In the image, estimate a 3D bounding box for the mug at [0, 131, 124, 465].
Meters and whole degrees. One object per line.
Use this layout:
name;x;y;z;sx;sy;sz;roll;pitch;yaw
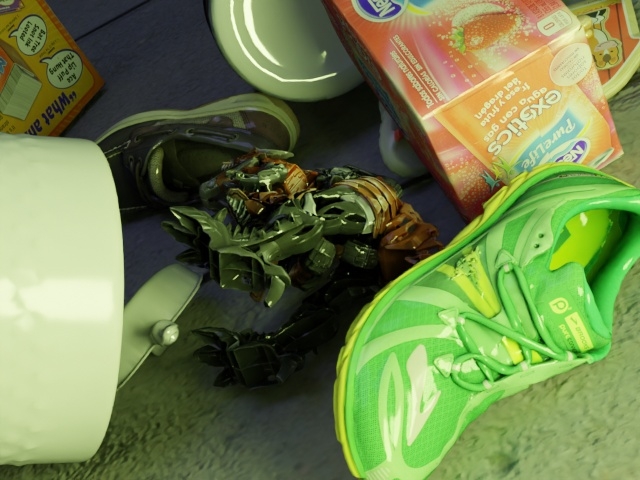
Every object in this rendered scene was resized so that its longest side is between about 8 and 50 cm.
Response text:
mug;-0.369;0.046;1.144;0.328;0.276;0.374;2;-1;-22

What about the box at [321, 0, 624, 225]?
box;0.108;-0.167;1.144;0.142;0.154;0.300;-31;45;1

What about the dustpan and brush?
dustpan and brush;-0.145;0.077;1.171;0.147;0.060;0.211;-52;-4;-11

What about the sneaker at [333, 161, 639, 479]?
sneaker;0.119;0.050;0.904;0.295;0.109;0.123;-47;28;-23

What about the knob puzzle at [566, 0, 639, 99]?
knob puzzle;0.198;-0.160;1.226;0.213;0.030;0.213;-17;35;12

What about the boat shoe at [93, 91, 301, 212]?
boat shoe;-0.158;-0.081;1.458;0.285;0.102;0.092;-12;29;28

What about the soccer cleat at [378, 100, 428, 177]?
soccer cleat;0.085;-0.116;1.291;0.076;0.068;0.196;-50;18;41

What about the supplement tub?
supplement tub;-0.029;-0.260;1.475;0.194;0.193;0.316;-33;14;2

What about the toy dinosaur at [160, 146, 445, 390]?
toy dinosaur;0.000;0.000;1.094;0.218;0.164;0.322;-31;17;-31

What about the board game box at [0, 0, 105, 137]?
board game box;-0.604;-0.219;1.909;0.356;0.356;0.356;-9;36;42
